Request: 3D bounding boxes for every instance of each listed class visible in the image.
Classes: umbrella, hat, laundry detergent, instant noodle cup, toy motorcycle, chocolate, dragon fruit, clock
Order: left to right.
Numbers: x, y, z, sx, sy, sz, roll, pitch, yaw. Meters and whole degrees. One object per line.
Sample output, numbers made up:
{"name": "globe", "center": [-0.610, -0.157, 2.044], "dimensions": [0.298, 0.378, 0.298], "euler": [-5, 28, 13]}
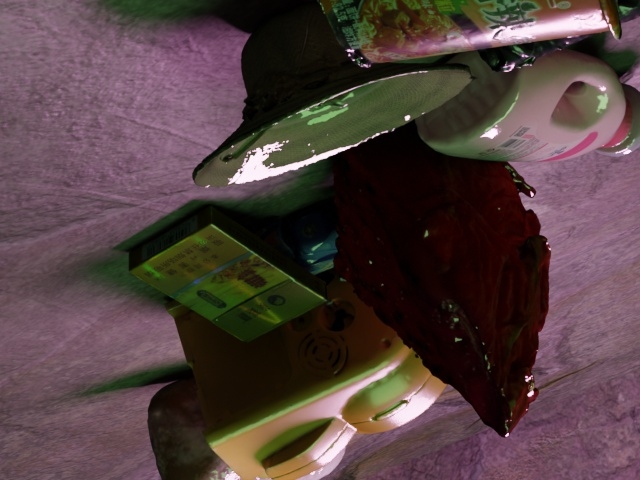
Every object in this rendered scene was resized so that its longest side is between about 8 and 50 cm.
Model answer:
{"name": "chocolate", "center": [-0.089, 0.259, 2.591], "dimensions": [0.303, 0.185, 0.100], "euler": [-8, 162, -37]}
{"name": "hat", "center": [-0.006, -0.140, 1.543], "dimensions": [0.252, 0.110, 0.252], "euler": [-21, 173, -3]}
{"name": "toy motorcycle", "center": [0.000, 0.000, 2.081], "dimensions": [0.205, 0.076, 0.114], "euler": [-22, 157, 3]}
{"name": "clock", "center": [0.005, 0.124, 2.191], "dimensions": [0.317, 0.244, 0.200], "euler": [-27, 149, 13]}
{"name": "instant noodle cup", "center": [0.087, -0.220, 1.228], "dimensions": [0.182, 0.230, 0.230], "euler": [-15, 165, 11]}
{"name": "dragon fruit", "center": [0.142, 0.054, 1.954], "dimensions": [0.302, 0.330, 0.240], "euler": [-8, 160, -43]}
{"name": "laundry detergent", "center": [0.234, -0.135, 1.887], "dimensions": [0.159, 0.087, 0.335], "euler": [-35, 160, 31]}
{"name": "umbrella", "center": [0.245, -0.216, 1.686], "dimensions": [0.224, 0.080, 0.071], "euler": [-19, 129, -17]}

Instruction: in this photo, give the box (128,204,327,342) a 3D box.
{"name": "box", "center": [-0.099, 0.040, 2.018], "dimensions": [0.121, 0.030, 0.193], "euler": [-29, 136, 29]}
